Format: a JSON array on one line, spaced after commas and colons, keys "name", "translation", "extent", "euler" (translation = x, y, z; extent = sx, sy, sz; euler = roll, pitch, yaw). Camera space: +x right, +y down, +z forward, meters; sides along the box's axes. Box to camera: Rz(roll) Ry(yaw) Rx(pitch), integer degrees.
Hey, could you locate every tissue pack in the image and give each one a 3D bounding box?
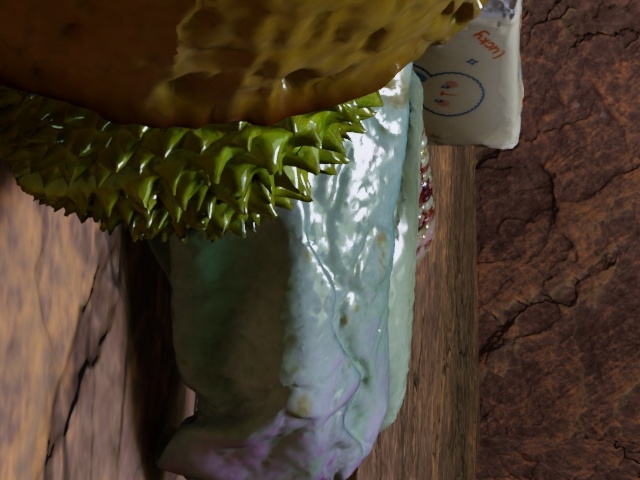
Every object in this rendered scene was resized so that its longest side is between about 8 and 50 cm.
[{"name": "tissue pack", "translation": [0.098, -0.161, 1.361], "extent": [0.196, 0.148, 0.092], "euler": [75, 22, -61]}]

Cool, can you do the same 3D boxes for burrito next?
[{"name": "burrito", "translation": [-0.014, 0.009, 0.738], "extent": [0.089, 0.144, 0.229], "euler": [24, -56, 53]}]

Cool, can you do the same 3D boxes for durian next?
[{"name": "durian", "translation": [-0.037, -0.082, 0.528], "extent": [0.198, 0.146, 0.159], "euler": [-69, 159, -65]}]

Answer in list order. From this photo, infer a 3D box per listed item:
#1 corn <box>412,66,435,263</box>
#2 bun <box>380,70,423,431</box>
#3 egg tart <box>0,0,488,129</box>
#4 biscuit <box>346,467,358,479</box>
[{"name": "corn", "translation": [0.040, -0.078, 1.215], "extent": [0.253, 0.086, 0.086], "euler": [80, 14, -45]}, {"name": "bun", "translation": [0.000, 0.003, 0.911], "extent": [0.221, 0.108, 0.221], "euler": [3, 90, -89]}, {"name": "egg tart", "translation": [-0.022, -0.141, 0.317], "extent": [0.171, 0.215, 0.215], "euler": [142, -47, -70]}, {"name": "biscuit", "translation": [0.003, 0.115, 1.157], "extent": [0.212, 0.036, 0.212], "euler": [1, 90, -81]}]
